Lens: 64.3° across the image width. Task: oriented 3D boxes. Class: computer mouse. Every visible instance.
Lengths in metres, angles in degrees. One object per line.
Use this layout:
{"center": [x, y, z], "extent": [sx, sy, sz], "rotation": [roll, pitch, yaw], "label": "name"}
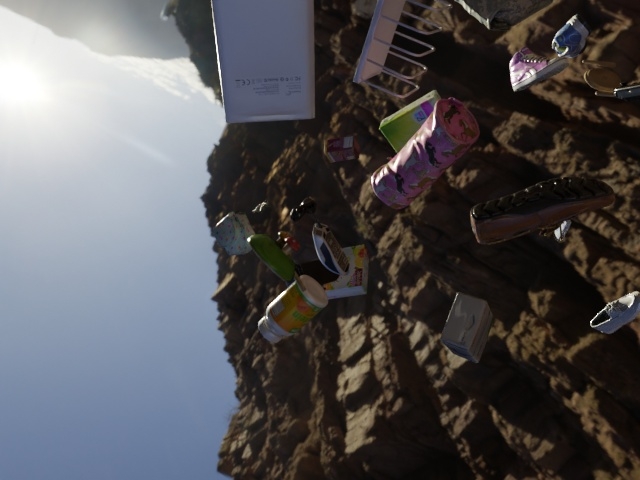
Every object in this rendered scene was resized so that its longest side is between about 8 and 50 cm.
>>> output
{"center": [0.000, 0.000, 1.113], "extent": [0.193, 0.042, 0.106], "rotation": [60, -156, -14], "label": "computer mouse"}

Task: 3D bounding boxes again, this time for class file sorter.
{"center": [0.249, -0.596, 1.535], "extent": [0.173, 0.277, 0.193], "rotation": [30, -143, 15], "label": "file sorter"}

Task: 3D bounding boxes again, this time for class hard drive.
{"center": [-0.119, -0.420, 1.115], "extent": [0.210, 0.318, 0.040], "rotation": [-4, -145, -6], "label": "hard drive"}

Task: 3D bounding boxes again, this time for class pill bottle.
{"center": [-0.101, 0.246, 1.780], "extent": [0.136, 0.246, 0.136], "rotation": [40, -160, -18], "label": "pill bottle"}

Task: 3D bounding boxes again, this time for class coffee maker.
{"center": [-0.023, 0.114, 1.900], "extent": [0.178, 0.171, 0.120], "rotation": [-13, -120, -43], "label": "coffee maker"}

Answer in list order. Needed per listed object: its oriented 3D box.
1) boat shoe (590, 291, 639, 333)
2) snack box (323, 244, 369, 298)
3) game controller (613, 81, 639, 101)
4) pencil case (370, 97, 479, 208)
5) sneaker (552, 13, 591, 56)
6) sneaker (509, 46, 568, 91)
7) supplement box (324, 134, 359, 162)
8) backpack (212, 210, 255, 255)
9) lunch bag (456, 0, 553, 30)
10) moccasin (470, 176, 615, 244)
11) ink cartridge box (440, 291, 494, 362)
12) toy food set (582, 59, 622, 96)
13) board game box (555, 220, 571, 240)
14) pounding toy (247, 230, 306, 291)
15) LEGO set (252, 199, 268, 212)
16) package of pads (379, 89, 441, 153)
{"center": [0.864, 0.208, 1.491], "extent": [0.063, 0.184, 0.066], "rotation": [15, -127, -3], "label": "boat shoe"}
{"center": [0.104, 0.129, 2.083], "extent": [0.070, 0.175, 0.207], "rotation": [56, -148, -43], "label": "snack box"}
{"center": [0.978, -0.442, 1.414], "extent": [0.319, 0.167, 0.067], "rotation": [-125, 13, -78], "label": "game controller"}
{"center": [0.306, -0.251, 1.530], "extent": [0.160, 0.386, 0.167], "rotation": [-27, -101, -35], "label": "pencil case"}
{"center": [0.666, -0.538, 1.376], "extent": [0.080, 0.081, 0.211], "rotation": [58, -159, 13], "label": "sneaker"}
{"center": [0.875, -0.729, 2.082], "extent": [0.102, 0.160, 0.282], "rotation": [-14, -178, -22], "label": "sneaker"}
{"center": [0.058, -0.246, 1.372], "extent": [0.083, 0.043, 0.055], "rotation": [-5, 154, 21], "label": "supplement box"}
{"center": [-0.397, -0.024, 2.375], "extent": [0.188, 0.166, 0.144], "rotation": [56, -153, 11], "label": "backpack"}
{"center": [0.652, -0.895, 1.835], "extent": [0.235, 0.287, 0.169], "rotation": [60, -178, 28], "label": "lunch bag"}
{"center": [0.629, -0.073, 1.454], "extent": [0.139, 0.380, 0.147], "rotation": [-91, -23, -55], "label": "moccasin"}
{"center": [0.427, 0.254, 1.471], "extent": [0.087, 0.153, 0.208], "rotation": [18, 166, 29], "label": "ink cartridge box"}
{"center": [0.944, -0.526, 1.701], "extent": [0.133, 0.038, 0.192], "rotation": [6, -126, -1], "label": "toy food set"}
{"center": [0.809, -0.062, 1.724], "extent": [0.020, 0.090, 0.090], "rotation": [-4, -130, -1], "label": "board game box"}
{"center": [-0.107, 0.035, 1.557], "extent": [0.183, 0.110, 0.237], "rotation": [49, -176, 33], "label": "pounding toy"}
{"center": [-0.191, -0.107, 1.675], "extent": [0.023, 0.054, 0.083], "rotation": [47, 166, -14], "label": "LEGO set"}
{"center": [0.454, -0.511, 2.329], "extent": [0.229, 0.297, 0.101], "rotation": [50, -146, -25], "label": "package of pads"}
